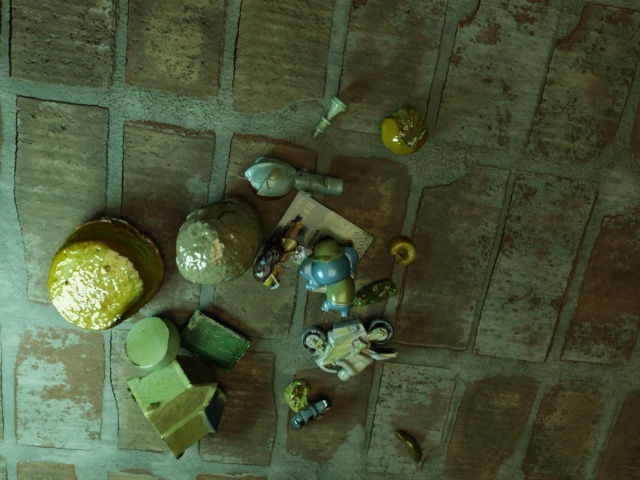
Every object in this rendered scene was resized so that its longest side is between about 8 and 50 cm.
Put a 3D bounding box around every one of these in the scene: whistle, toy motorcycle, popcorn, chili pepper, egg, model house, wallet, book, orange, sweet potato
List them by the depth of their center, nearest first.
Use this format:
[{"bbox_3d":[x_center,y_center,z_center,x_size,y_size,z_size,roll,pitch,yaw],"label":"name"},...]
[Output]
[{"bbox_3d":[-0.321,0.007,1.712,0.310,0.279,0.279,-33,108,-15],"label":"egg"},{"bbox_3d":[0.271,-0.346,1.713,0.156,0.134,0.157,-6,121,-10],"label":"orange"},{"bbox_3d":[-0.098,-0.192,1.737,0.346,0.142,0.134,6,116,-18],"label":"whistle"},{"bbox_3d":[0.000,0.000,1.857,0.322,0.018,0.228,31,102,-13],"label":"book"},{"bbox_3d":[0.170,0.195,1.903,0.203,0.073,0.072,-18,90,-10],"label":"chili pepper"},{"bbox_3d":[-0.493,0.562,1.904,0.266,0.261,0.321,-32,130,-19],"label":"model house"},{"bbox_3d":[-0.383,0.357,1.918,0.236,0.055,0.160,34,107,-17],"label":"wallet"},{"bbox_3d":[0.108,0.398,1.939,0.340,0.108,0.223,-11,99,6],"label":"toy motorcycle"},{"bbox_3d":[-0.088,0.580,1.997,0.096,0.089,0.109,12,108,4],"label":"popcorn"},{"bbox_3d":[-0.045,0.657,2.008,0.193,0.124,0.061,-37,65,11],"label":"toy motorcycle"},{"bbox_3d":[0.355,0.808,2.116,0.053,0.054,0.182,-36,104,-3],"label":"sweet potato"}]

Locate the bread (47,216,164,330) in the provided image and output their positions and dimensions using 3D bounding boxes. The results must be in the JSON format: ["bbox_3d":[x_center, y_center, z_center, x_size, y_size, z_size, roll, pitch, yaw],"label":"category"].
[{"bbox_3d":[-0.699,0.117,1.745,0.336,0.204,0.358,36,99,-19],"label":"bread"}]

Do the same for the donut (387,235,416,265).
[{"bbox_3d":[0.291,0.038,1.879,0.097,0.043,0.108,-40,110,9],"label":"donut"}]

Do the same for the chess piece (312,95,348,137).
[{"bbox_3d":[0.023,-0.391,1.723,0.059,0.059,0.149,36,108,-14],"label":"chess piece"}]

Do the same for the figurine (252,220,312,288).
[{"bbox_3d":[-0.126,0.045,1.759,0.116,0.174,0.240,45,68,-13],"label":"figurine"}]

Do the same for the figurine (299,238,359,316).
[{"bbox_3d":[0.031,0.126,1.809,0.179,0.154,0.262,2,95,21],"label":"figurine"}]

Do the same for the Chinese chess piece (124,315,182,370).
[{"bbox_3d":[-0.574,0.354,1.843,0.188,0.083,0.189,-6,68,16],"label":"Chinese chess piece"}]
